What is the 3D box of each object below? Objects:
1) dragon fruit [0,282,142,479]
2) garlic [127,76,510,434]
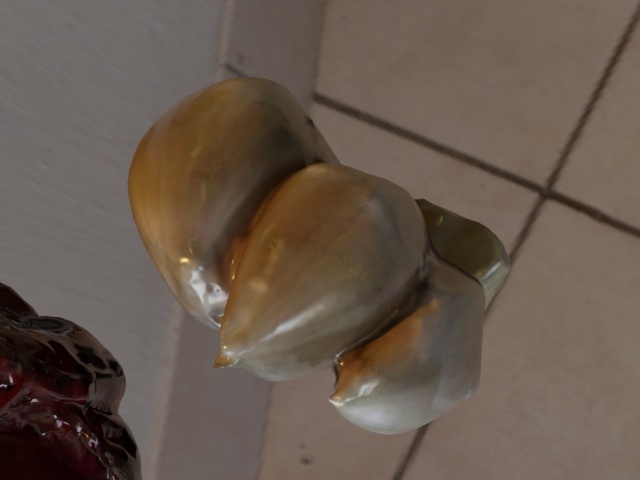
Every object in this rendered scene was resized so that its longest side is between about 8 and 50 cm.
[{"bbox_3d":[-0.254,0.160,0.875,0.329,0.329,0.329,-12,66,28],"label":"dragon fruit"},{"bbox_3d":[0.000,0.002,1.001,0.279,0.325,0.132,40,103,20],"label":"garlic"}]
